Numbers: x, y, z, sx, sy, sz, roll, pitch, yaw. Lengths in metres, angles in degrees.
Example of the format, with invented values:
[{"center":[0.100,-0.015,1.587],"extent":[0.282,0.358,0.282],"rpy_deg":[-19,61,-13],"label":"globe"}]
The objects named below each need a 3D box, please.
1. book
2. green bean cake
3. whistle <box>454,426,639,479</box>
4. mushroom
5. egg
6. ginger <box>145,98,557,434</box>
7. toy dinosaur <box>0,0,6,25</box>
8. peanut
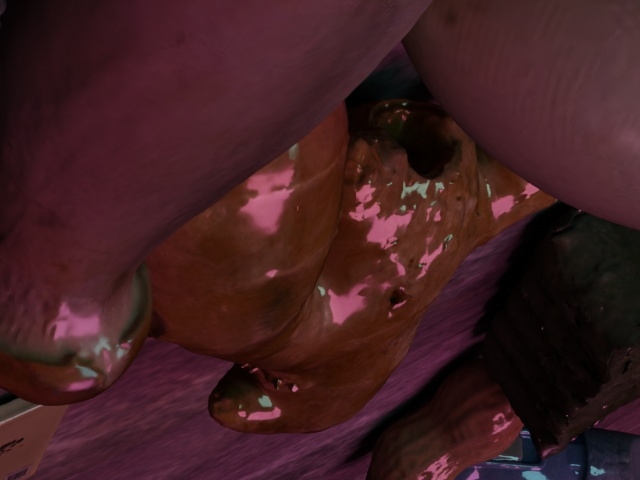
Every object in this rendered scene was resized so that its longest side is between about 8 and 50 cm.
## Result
[{"center":[-0.182,0.116,1.087],"extent":[0.077,0.014,0.111],"rpy_deg":[-24,160,-33],"label":"book"},{"center":[0.252,0.036,1.441],"extent":[0.241,0.132,0.255],"rpy_deg":[-27,163,-18],"label":"green bean cake"},{"center":[0.206,0.201,1.732],"extent":[0.269,0.180,0.093],"rpy_deg":[9,151,-12],"label":"whistle"},{"center":[-0.051,-0.067,0.668],"extent":[0.128,0.128,0.350],"rpy_deg":[-17,155,-41],"label":"mushroom"},{"center":[0.153,-0.105,0.771],"extent":[0.295,0.218,0.218],"rpy_deg":[-8,149,-40],"label":"egg"},{"center":[0.001,0.015,0.975],"extent":[0.363,0.122,0.348],"rpy_deg":[-24,155,-49],"label":"ginger"},{"center":[-0.121,-0.085,0.555],"extent":[0.383,0.076,0.129],"rpy_deg":[-46,-169,50],"label":"toy dinosaur"},{"center":[0.098,0.162,1.583],"extent":[0.187,0.082,0.082],"rpy_deg":[-43,160,26],"label":"peanut"}]
